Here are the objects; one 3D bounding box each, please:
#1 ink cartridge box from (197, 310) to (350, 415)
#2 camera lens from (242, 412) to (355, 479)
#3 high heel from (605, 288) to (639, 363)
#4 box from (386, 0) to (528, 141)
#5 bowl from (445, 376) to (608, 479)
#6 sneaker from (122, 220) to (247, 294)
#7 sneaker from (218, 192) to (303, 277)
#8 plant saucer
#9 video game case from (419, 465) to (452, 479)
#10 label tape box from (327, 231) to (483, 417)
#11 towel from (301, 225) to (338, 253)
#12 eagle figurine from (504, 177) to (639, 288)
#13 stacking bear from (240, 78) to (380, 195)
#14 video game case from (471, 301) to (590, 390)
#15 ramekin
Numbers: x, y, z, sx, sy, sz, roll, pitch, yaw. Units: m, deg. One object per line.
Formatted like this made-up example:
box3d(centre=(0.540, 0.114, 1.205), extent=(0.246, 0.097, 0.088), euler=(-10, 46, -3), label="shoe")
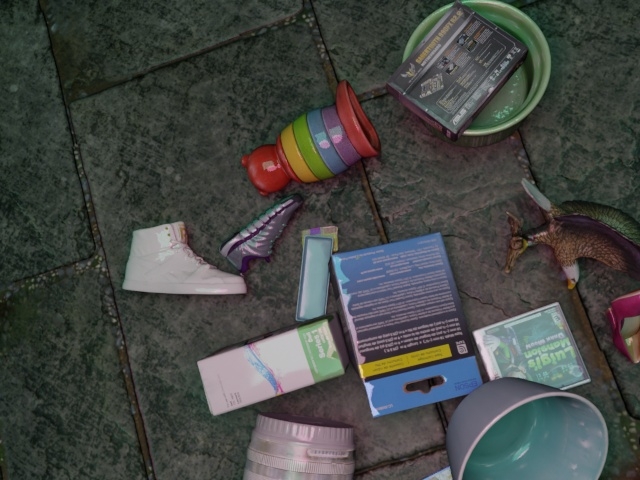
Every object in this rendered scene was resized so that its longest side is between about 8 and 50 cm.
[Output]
box3d(centre=(-0.088, 0.247, 1.459), extent=(0.278, 0.201, 0.117), euler=(-19, 87, 6), label="ink cartridge box")
box3d(centre=(-0.047, 0.494, 1.403), extent=(0.220, 0.219, 0.274), euler=(7, 81, 11), label="camera lens")
box3d(centre=(0.599, 0.163, 1.340), extent=(0.082, 0.244, 0.117), euler=(-19, 70, -1), label="high heel")
box3d(centre=(0.275, -0.343, 1.435), extent=(0.183, 0.056, 0.231), euler=(39, 88, 15), label="box")
box3d(centre=(0.362, 0.385, 1.343), extent=(0.312, 0.163, 0.311), euler=(-7, 111, -17), label="bowl")
box3d(centre=(-0.302, 0.039, 1.593), extent=(0.293, 0.108, 0.169), euler=(4, 83, 12), label="sneaker")
box3d(centre=(-0.116, -0.013, 1.599), extent=(0.224, 0.083, 0.098), euler=(-36, 99, 4), label="sneaker")
box3d(centre=(-0.012, 0.086, 1.573), extent=(0.067, 0.018, 0.192), euler=(5, 84, 11), label="plant saucer")
box3d(centre=(0.281, 0.521, 1.446), extent=(0.166, 0.015, 0.119), euler=(-28, 76, 4), label="video game case")
box3d(centre=(0.169, 0.173, 1.457), extent=(0.241, 0.106, 0.333), euler=(-11, 77, -8), label="label tape box")
box3d(centre=(0.000, 0.000, 1.597), extent=(0.083, 0.009, 0.060), euler=(-7, 79, 9), label="towel")
box3d(centre=(0.528, 0.002, 1.415), extent=(0.298, 0.225, 0.226), euler=(-3, 57, 21), label="eagle figurine")
box3d(centre=(-0.032, -0.199, 1.566), extent=(0.289, 0.164, 0.175), euler=(-24, 120, 16), label="stacking bear")
box3d(centre=(0.434, 0.239, 1.468), extent=(0.191, 0.022, 0.173), euler=(-20, 77, 6), label="video game case")
box3d(centre=(0.332, -0.349, 1.533), extent=(0.304, 0.148, 0.303), euler=(-2, 79, 10), label="ramekin")
